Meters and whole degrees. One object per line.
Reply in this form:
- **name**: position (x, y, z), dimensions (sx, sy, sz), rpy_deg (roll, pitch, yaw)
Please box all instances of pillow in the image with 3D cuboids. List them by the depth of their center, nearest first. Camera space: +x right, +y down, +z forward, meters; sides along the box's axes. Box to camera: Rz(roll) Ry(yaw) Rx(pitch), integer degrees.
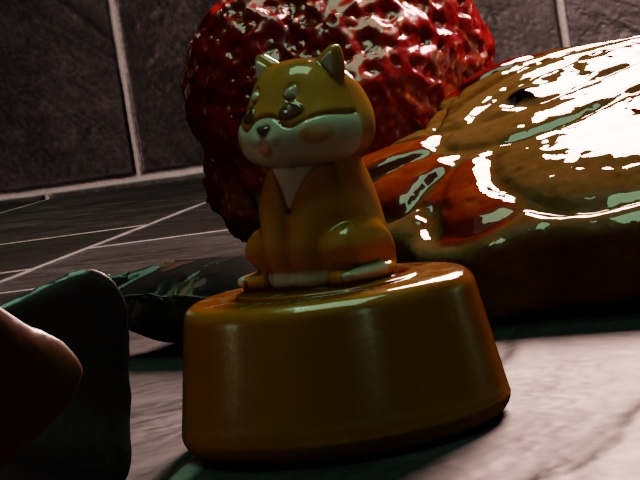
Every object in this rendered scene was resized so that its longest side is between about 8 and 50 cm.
- **pillow**: position (-0.052, 0.034, 1.088), dimensions (0.150, 0.048, 0.090), rpy_deg (2, 19, 45)

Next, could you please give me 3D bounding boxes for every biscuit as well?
- **biscuit**: position (0.169, -0.056, 1.149), dimensions (0.359, 0.074, 0.381), rpy_deg (-21, 21, -15)

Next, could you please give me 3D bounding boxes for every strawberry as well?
- **strawberry**: position (0.008, -0.095, 1.516), dimensions (0.257, 0.257, 0.277), rpy_deg (-6, 33, 23)

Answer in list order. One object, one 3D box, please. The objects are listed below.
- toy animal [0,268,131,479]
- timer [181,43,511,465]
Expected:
- **toy animal**: position (-0.146, 0.062, 0.513), dimensions (0.185, 0.122, 0.298), rpy_deg (-7, 4, 18)
- **timer**: position (0.000, 0.000, 0.777), dimensions (0.132, 0.152, 0.132), rpy_deg (-8, 5, 1)
